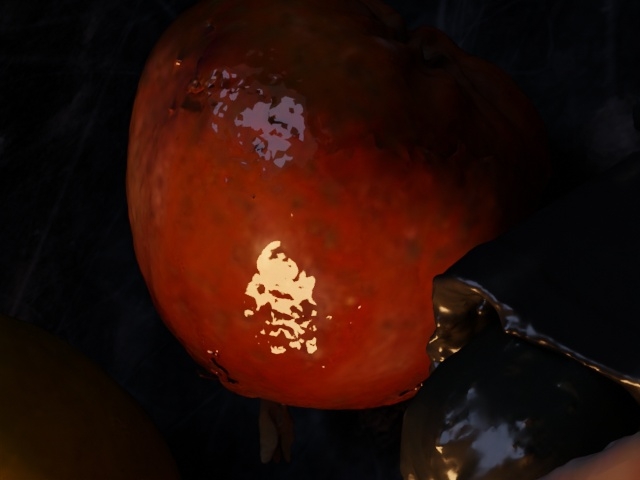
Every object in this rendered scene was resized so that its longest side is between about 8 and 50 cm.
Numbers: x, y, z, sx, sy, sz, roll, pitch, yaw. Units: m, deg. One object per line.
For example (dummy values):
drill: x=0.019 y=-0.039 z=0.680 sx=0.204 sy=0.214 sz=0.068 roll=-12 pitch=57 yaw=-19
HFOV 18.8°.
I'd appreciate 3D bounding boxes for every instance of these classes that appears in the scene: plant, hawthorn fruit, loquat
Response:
plant: x=0.145 y=0.067 z=1.075 sx=0.164 sy=0.142 sz=0.256 roll=34 pitch=63 yaw=19
hawthorn fruit: x=0.000 y=0.000 z=1.211 sx=0.276 sy=0.276 sz=0.308 roll=32 pitch=108 yaw=50
loquat: x=-0.230 y=0.189 z=1.265 sx=0.276 sy=0.284 sz=0.276 roll=-28 pitch=18 yaw=10

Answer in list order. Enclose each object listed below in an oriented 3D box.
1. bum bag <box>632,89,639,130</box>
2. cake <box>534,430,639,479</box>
bum bag: x=0.293 y=-0.147 z=1.159 sx=0.248 sy=0.060 sz=0.123 roll=-55 pitch=41 yaw=-3
cake: x=0.206 y=0.237 z=0.827 sx=0.237 sy=0.230 sz=0.309 roll=-30 pitch=55 yaw=32
